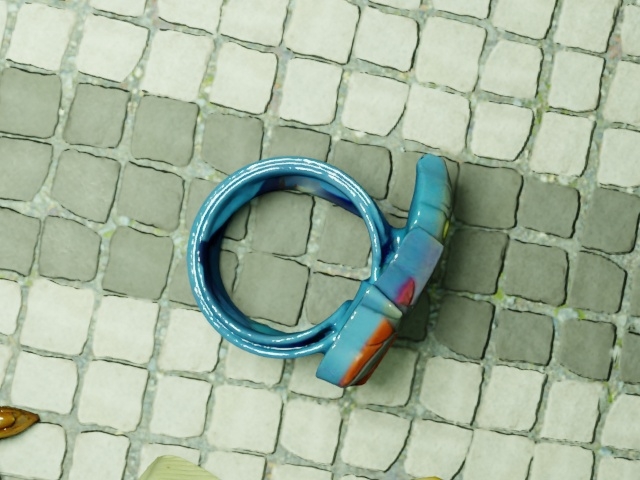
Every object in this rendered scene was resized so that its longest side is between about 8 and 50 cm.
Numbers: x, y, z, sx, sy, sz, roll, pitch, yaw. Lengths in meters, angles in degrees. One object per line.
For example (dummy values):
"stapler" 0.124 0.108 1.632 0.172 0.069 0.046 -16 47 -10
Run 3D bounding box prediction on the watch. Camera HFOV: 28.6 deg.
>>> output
"watch" 0.000 0.000 1.472 0.275 0.241 0.305 28 88 6

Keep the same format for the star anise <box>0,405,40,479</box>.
"star anise" -0.439 0.251 1.497 0.213 0.053 0.157 -9 93 -9

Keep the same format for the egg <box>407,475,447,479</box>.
"egg" 0.116 0.434 1.518 0.286 0.174 0.264 -7 97 -11

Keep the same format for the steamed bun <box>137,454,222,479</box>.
"steamed bun" -0.150 0.378 1.491 0.239 0.170 0.152 40 110 -5
